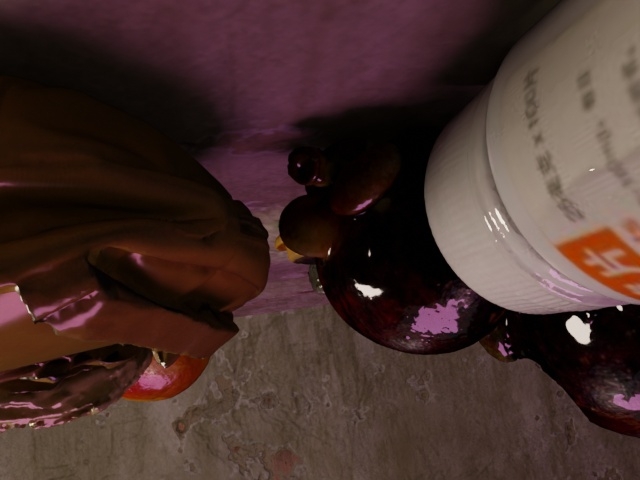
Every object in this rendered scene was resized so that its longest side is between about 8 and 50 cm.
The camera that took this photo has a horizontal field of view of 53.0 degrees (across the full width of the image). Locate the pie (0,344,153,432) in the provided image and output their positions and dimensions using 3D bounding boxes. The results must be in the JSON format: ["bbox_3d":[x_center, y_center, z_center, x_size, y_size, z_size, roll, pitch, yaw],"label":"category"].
[{"bbox_3d":[-0.347,0.088,0.717,0.339,0.083,0.339,9,-155,-4],"label":"pie"}]

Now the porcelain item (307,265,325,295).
[{"bbox_3d":[0.043,0.063,1.327,0.069,0.081,0.215,-5,169,-23],"label":"porcelain item"}]

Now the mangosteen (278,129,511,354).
[{"bbox_3d":[0.079,-0.014,0.621,0.265,0.228,0.228,33,151,-22],"label":"mangosteen"}]

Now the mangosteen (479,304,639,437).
[{"bbox_3d":[0.403,0.051,0.861,0.381,0.381,0.421,2,-156,-46],"label":"mangosteen"}]

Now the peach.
[{"bbox_3d":[-0.338,0.178,1.247,0.281,0.281,0.238,-2,-149,-31],"label":"peach"}]

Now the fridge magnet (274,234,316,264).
[{"bbox_3d":[0.000,0.000,0.995,0.143,0.063,0.143,-11,169,-2],"label":"fridge magnet"}]

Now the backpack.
[{"bbox_3d":[-0.223,0.015,0.504,0.353,0.201,0.378,-13,167,17],"label":"backpack"}]

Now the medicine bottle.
[{"bbox_3d":[0.218,-0.070,0.365,0.211,0.211,0.371,-6,169,-15],"label":"medicine bottle"}]
